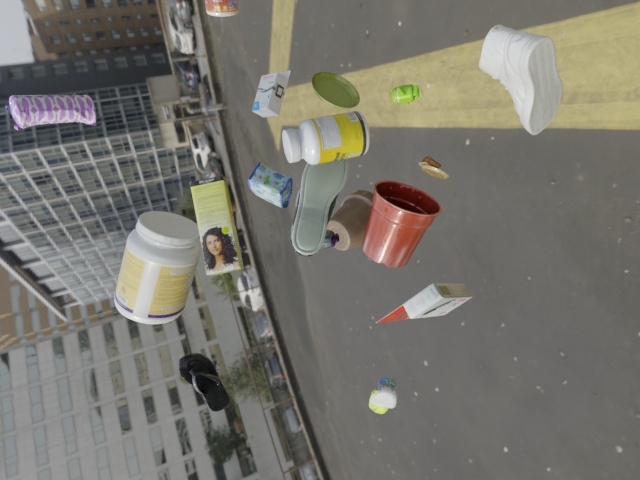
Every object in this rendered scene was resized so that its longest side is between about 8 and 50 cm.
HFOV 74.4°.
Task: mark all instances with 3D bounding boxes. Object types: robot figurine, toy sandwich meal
[{"bbox_3d":[0.336,-0.587,1.688,0.101,0.115,0.067,9,-100,-67],"label":"robot figurine"},{"bbox_3d":[0.299,-0.189,1.099,0.029,0.085,0.085,-66,25,1],"label":"toy sandwich meal"}]

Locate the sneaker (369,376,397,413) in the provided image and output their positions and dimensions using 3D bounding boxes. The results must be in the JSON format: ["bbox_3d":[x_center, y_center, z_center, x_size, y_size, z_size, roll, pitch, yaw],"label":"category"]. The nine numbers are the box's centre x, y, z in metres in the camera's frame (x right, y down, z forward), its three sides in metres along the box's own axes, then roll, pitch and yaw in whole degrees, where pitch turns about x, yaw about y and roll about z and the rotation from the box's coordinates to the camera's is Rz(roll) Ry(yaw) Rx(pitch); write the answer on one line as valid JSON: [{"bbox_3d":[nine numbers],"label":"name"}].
[{"bbox_3d":[0.232,0.537,1.520,0.091,0.126,0.240,24,148,6],"label":"sneaker"}]

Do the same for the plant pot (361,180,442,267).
[{"bbox_3d":[0.296,-0.056,1.655,0.272,0.272,0.265,54,136,46],"label":"plant pot"}]

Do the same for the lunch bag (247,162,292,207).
[{"bbox_3d":[-0.164,-0.173,1.410,0.128,0.096,0.151,27,157,7],"label":"lunch bag"}]

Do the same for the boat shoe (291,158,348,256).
[{"bbox_3d":[-0.012,-0.107,1.087,0.091,0.114,0.303,150,141,-79],"label":"boat shoe"}]

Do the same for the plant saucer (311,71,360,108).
[{"bbox_3d":[0.065,-0.674,1.917,0.241,0.240,0.037,66,145,25],"label":"plant saucer"}]

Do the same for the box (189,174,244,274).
[{"bbox_3d":[-0.253,-0.036,1.034,0.058,0.087,0.233,88,169,-83],"label":"box"}]

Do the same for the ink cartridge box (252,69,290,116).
[{"bbox_3d":[-0.185,-0.563,1.585,0.104,0.060,0.180,11,84,47],"label":"ink cartridge box"}]

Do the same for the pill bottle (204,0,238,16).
[{"bbox_3d":[-0.369,-0.944,1.532,0.121,0.121,0.216,-125,27,-45],"label":"pill bottle"}]

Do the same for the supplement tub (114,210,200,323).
[{"bbox_3d":[-0.553,0.091,1.449,0.241,0.240,0.332,49,122,52],"label":"supplement tub"}]

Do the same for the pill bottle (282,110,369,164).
[{"bbox_3d":[0.011,-0.230,0.959,0.103,0.184,0.103,167,90,-77],"label":"pill bottle"}]

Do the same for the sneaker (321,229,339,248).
[{"bbox_3d":[0.000,0.000,1.256,0.224,0.098,0.083,-133,49,-84],"label":"sneaker"}]

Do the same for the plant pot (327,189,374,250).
[{"bbox_3d":[0.148,-0.071,1.913,0.263,0.229,0.263,28,134,34],"label":"plant pot"}]

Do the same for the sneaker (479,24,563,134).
[{"bbox_3d":[0.488,-0.400,1.038,0.169,0.108,0.292,52,-177,40],"label":"sneaker"}]

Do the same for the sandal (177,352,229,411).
[{"bbox_3d":[-0.366,0.461,1.364,0.054,0.097,0.255,35,156,59],"label":"sandal"}]

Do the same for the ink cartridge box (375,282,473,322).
[{"bbox_3d":[0.346,0.226,1.385,0.239,0.275,0.060,-42,61,26],"label":"ink cartridge box"}]

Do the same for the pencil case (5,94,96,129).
[{"bbox_3d":[-0.731,-0.354,1.157,0.086,0.206,0.088,26,123,40],"label":"pencil case"}]
